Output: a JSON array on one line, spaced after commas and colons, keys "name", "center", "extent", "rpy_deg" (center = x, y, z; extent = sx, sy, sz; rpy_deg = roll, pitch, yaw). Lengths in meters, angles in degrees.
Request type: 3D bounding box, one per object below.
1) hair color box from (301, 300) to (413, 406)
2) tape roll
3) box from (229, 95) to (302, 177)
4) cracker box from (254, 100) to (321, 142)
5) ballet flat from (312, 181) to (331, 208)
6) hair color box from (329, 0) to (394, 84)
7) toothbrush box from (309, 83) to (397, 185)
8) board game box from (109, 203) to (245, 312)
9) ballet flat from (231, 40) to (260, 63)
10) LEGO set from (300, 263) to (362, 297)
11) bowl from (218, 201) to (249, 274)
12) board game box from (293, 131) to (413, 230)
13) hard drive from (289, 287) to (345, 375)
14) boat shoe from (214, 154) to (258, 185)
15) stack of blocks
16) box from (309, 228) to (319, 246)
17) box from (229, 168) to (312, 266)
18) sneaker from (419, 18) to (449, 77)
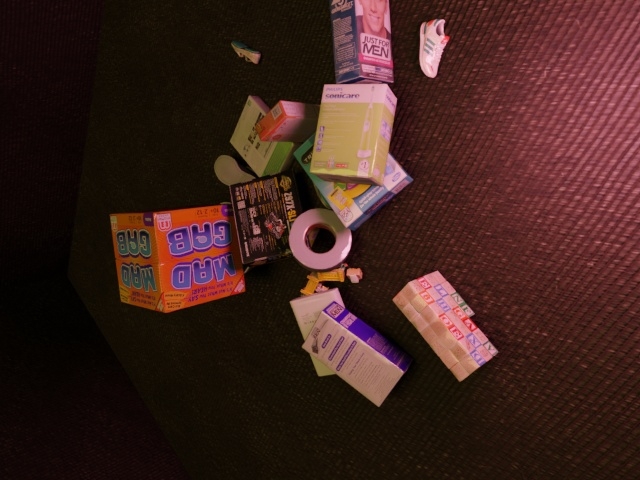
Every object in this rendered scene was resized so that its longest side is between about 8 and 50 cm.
[{"name": "hair color box", "center": [0.122, 0.385, 1.678], "extent": [0.338, 0.110, 0.185], "rpy_deg": [35, 119, 13]}, {"name": "tape roll", "center": [0.000, 0.000, 1.711], "extent": [0.072, 0.219, 0.219], "rpy_deg": [89, 157, -76]}, {"name": "box", "center": [-0.226, -0.392, 1.958], "extent": [0.322, 0.058, 0.232], "rpy_deg": [51, 128, 26]}, {"name": "cracker box", "center": [-0.090, -0.410, 1.702], "extent": [0.155, 0.232, 0.067], "rpy_deg": [-32, 75, 42]}, {"name": "ballet flat", "center": [0.006, -0.205, 1.743], "extent": [0.068, 0.072, 0.213], "rpy_deg": [135, 117, -68]}, {"name": "hair color box", "center": [0.125, -0.658, 1.494], "extent": [0.105, 0.173, 0.348], "rpy_deg": [0, 98, 44]}, {"name": "toothbrush box", "center": [0.102, -0.324, 1.499], "extent": [0.206, 0.122, 0.283], "rpy_deg": [7, 87, 25]}, {"name": "board game box", "center": [-0.560, 0.050, 1.920], "extent": [0.356, 0.356, 0.357], "rpy_deg": [2, 99, 44]}, {"name": "ballet flat", "center": [-0.306, -0.756, 1.966], "extent": [0.168, 0.057, 0.052], "rpy_deg": [38, 131, 33]}, {"name": "LEGO set", "center": [0.030, 0.130, 1.808], "extent": [0.132, 0.107, 0.287], "rpy_deg": [43, 127, -14]}, {"name": "bowl", "center": [-0.320, -0.010, 2.041], "extent": [0.311, 0.163, 0.312], "rpy_deg": [9, 103, 42]}, {"name": "board game box", "center": [0.099, -0.243, 1.604], "extent": [0.253, 0.079, 0.336], "rpy_deg": [-41, 69, 17]}, {"name": "hard drive", "center": [0.026, 0.342, 1.799], "extent": [0.203, 0.040, 0.308], "rpy_deg": [-18, 96, 30]}, {"name": "boat shoe", "center": [-0.336, -0.262, 2.058], "extent": [0.302, 0.091, 0.114], "rpy_deg": [42, 104, 32]}, {"name": "stack of blocks", "center": [0.373, 0.242, 1.429], "extent": [0.297, 0.171, 0.087], "rpy_deg": [52, 128, 22]}, {"name": "box", "center": [-0.090, -0.051, 1.900], "extent": [0.178, 0.042, 0.109], "rpy_deg": [43, 124, 28]}, {"name": "box", "center": [-0.188, -0.084, 1.830], "extent": [0.257, 0.079, 0.322], "rpy_deg": [-14, 75, 5]}, {"name": "sneaker", "center": [0.330, -0.554, 1.401], "extent": [0.075, 0.057, 0.161], "rpy_deg": [3, 97, 49]}]
